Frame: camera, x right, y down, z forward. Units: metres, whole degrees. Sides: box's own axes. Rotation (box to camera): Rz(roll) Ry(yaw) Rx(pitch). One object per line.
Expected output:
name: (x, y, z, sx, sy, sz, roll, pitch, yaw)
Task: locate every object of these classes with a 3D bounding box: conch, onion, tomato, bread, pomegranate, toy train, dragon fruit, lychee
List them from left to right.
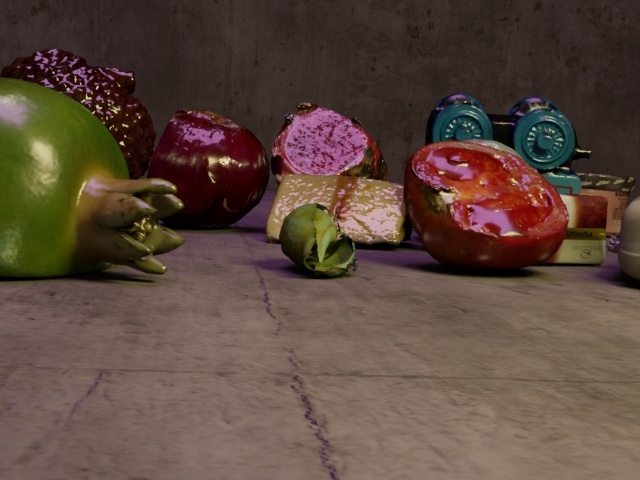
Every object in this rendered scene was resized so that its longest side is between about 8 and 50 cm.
pomegranate: (-0.320, -0.073, 1.163, 0.358, 0.216, 0.310, 5, 2, 21)
lychee: (-0.444, -0.179, 1.781, 0.306, 0.330, 0.306, 39, -6, 4)
onion: (-0.198, -0.120, 1.851, 0.207, 0.216, 0.206, 11, 11, 0)
conch: (-0.003, 0.002, 1.297, 0.095, 0.079, 0.201, 15, 18, -20)
dragon fruit: (-0.001, -0.144, 1.869, 0.282, 0.211, 0.147, 45, -7, 29)
bread: (0.027, -0.009, 1.710, 0.240, 0.135, 0.178, 5, 39, 13)
tomato: (0.218, -0.027, 1.401, 0.200, 0.139, 0.233, -7, 43, -26)
toy train: (0.319, -0.124, 1.830, 0.300, 0.265, 0.188, 4, 16, 3)

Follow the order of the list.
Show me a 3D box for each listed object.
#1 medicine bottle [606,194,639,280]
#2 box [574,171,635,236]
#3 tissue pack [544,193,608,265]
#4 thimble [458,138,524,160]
medicine bottle: (0.541, -0.004, 1.384, 0.282, 0.123, 0.375, 6, 5, 20)
box: (0.588, -0.076, 2.187, 0.151, 0.135, 0.151, 5, 8, -1)
tissue pack: (0.342, -0.019, 1.531, 0.148, 0.106, 0.099, 0, 6, -22)
thimble: (0.240, -0.080, 1.663, 0.211, 0.185, 0.149, 29, 11, 9)
